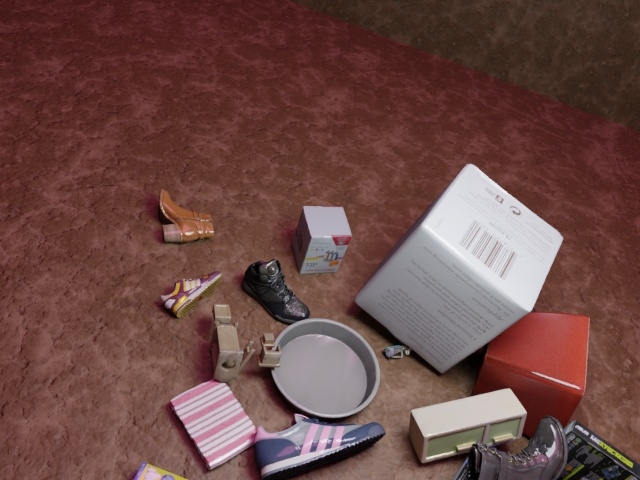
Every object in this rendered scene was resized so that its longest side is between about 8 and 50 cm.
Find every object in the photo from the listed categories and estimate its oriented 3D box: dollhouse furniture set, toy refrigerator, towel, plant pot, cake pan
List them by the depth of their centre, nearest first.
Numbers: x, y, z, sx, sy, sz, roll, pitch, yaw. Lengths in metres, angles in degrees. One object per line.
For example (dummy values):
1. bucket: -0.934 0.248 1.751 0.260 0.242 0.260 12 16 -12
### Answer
1. towel: -0.249 0.425 1.362 0.144 0.029 0.197 -20 56 -36
2. toy refrigerator: 0.362 0.459 1.427 0.269 0.102 0.094 -9 33 -12
3. dollhouse furniture set: -0.197 0.263 1.484 0.161 0.101 0.182 6 31 -19
4. cake pan: 0.009 0.337 1.511 0.293 0.054 0.293 9 45 -9
5. plant pot: 0.554 0.345 1.558 0.235 0.267 0.267 16 43 16

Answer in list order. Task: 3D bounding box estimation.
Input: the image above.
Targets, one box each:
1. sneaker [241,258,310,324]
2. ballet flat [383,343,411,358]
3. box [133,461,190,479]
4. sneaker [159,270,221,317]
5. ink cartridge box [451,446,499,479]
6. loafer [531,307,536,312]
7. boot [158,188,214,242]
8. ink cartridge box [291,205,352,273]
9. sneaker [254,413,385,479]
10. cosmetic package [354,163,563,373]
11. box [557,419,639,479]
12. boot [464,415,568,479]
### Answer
1. sneaker: -0.119 0.138 1.611 0.227 0.130 0.087 38 49 16
2. ballet flat: 0.230 0.308 1.630 0.114 0.041 0.041 -12 52 -27
3. box: -0.314 0.549 1.208 0.179 0.043 0.105 21 45 0
4. sneaker: -0.352 0.127 1.585 0.084 0.069 0.185 38 46 11
5. ink cartridge box: 0.376 0.586 1.396 0.097 0.046 0.207 38 47 17
6. loafer: 0.565 0.164 1.836 0.130 0.134 0.366 25 32 -47
7. boot: -0.412 -0.076 1.764 0.152 0.073 0.197 -6 61 -21
8. ink cartridge box: 0.000 0.000 1.750 0.128 0.176 0.127 -1 50 -19
9. sneaker: -0.002 0.454 1.353 0.319 0.112 0.131 -7 53 -26
10. cosmetic package: 0.364 0.080 1.568 0.329 0.394 0.327 40 49 3
11. box: 0.651 0.553 1.416 0.184 0.191 0.045 33 45 15
12. boot: 0.452 0.516 1.355 0.229 0.091 0.263 24 71 -16
